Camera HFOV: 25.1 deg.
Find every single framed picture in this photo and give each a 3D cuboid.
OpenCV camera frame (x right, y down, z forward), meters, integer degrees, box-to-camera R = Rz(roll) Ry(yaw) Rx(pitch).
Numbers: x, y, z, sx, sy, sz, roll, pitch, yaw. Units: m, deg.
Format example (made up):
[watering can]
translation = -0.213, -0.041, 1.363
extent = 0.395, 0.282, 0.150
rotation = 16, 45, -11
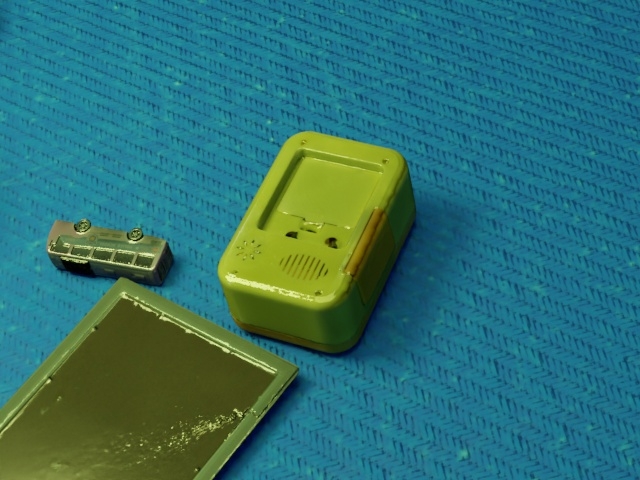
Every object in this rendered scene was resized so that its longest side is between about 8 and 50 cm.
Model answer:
[framed picture]
translation = -0.192, 0.183, 1.338
extent = 0.232, 0.019, 0.296
rotation = 26, 60, 29

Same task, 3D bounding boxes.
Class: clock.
[clock]
translation = 0.000, 0.000, 1.402
extent = 0.143, 0.096, 0.202
rotation = 16, 56, 19

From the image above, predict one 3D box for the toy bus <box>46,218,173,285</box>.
[toy bus]
translation = -0.217, 0.013, 1.472
extent = 0.131, 0.037, 0.052
rotation = 9, 58, 16
